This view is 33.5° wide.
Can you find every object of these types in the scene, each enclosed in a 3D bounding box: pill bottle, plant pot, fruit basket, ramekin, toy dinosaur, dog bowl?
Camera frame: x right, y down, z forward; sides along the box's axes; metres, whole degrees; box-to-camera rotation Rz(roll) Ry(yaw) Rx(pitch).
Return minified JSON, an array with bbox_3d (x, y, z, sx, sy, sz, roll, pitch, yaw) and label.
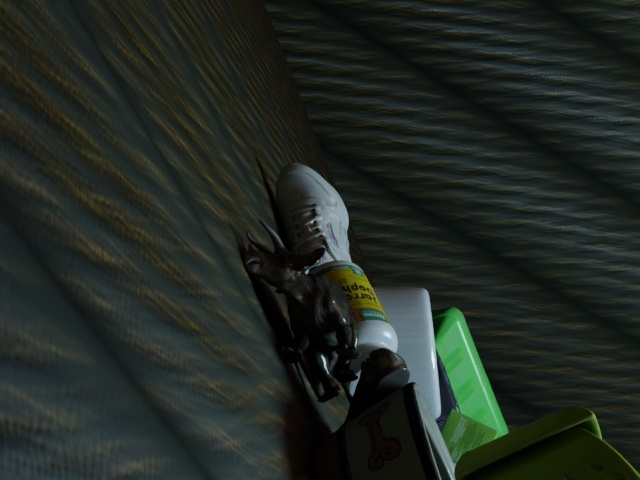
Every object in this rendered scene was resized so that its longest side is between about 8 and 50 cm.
[{"bbox_3d":[0.047,0.137,1.606,0.117,0.118,0.208,63,0,-45],"label":"pill bottle"},{"bbox_3d":[0.305,0.356,1.360,0.207,0.227,0.228,66,3,40],"label":"plant pot"},{"bbox_3d":[0.281,0.356,2.617,0.392,0.283,0.392,47,32,-43],"label":"fruit basket"},{"bbox_3d":[0.143,0.213,1.953,0.277,0.135,0.277,-5,90,-86],"label":"ramekin"},{"bbox_3d":[0.007,0.114,1.432,0.313,0.121,0.160,56,26,-49],"label":"toy dinosaur"},{"bbox_3d":[0.120,0.390,1.323,0.408,0.150,0.408,-20,90,-84],"label":"dog bowl"}]

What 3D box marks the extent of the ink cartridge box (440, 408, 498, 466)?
[{"bbox_3d":[0.218,0.461,1.941,0.189,0.097,0.255,-56,168,-40],"label":"ink cartridge box"}]

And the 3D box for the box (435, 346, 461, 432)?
[{"bbox_3d":[0.190,0.335,2.135,0.270,0.165,0.143,-102,169,-58],"label":"box"}]

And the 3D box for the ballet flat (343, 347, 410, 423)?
[{"bbox_3d":[0.068,0.227,1.461,0.058,0.084,0.250,56,-27,32],"label":"ballet flat"}]

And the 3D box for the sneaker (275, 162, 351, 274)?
[{"bbox_3d":[0.000,0.000,1.802,0.152,0.114,0.305,52,17,-76],"label":"sneaker"}]
